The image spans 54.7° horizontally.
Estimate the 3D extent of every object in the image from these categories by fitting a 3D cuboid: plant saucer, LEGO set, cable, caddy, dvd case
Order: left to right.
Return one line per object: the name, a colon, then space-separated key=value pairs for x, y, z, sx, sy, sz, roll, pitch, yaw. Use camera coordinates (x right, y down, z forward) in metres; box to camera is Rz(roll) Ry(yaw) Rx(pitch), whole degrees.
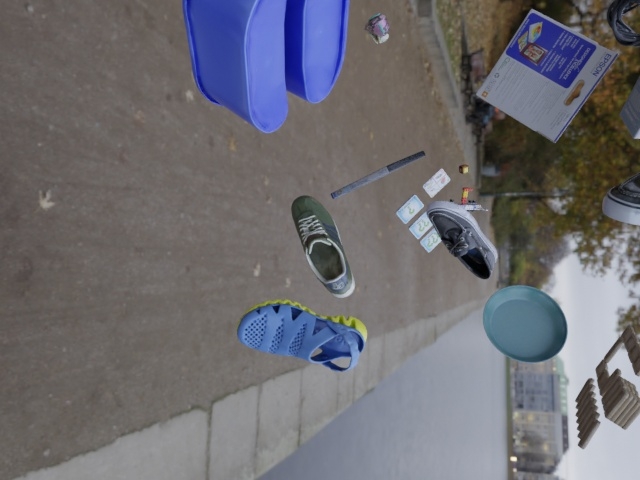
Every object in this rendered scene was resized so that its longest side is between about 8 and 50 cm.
caddy: x=-0.093 y=-0.346 z=0.994 sx=0.241 sy=0.179 sz=0.341 roll=-39 pitch=154 yaw=-27
dvd case: x=0.169 y=-0.194 z=1.838 sx=0.180 sy=0.253 sz=0.022 roll=-27 pitch=93 yaw=-41
LEGO set: x=0.357 y=-0.098 z=1.767 sx=0.182 sy=0.244 sz=0.060 roll=47 pitch=-1 yaw=-27
plant saucer: x=0.291 y=0.122 z=0.888 sx=0.021 sy=0.119 sz=0.119 roll=89 pitch=9 yaw=-60
cable: x=0.583 y=-0.388 z=1.052 sx=0.184 sy=0.150 sz=0.047 roll=148 pitch=-41 yaw=-66

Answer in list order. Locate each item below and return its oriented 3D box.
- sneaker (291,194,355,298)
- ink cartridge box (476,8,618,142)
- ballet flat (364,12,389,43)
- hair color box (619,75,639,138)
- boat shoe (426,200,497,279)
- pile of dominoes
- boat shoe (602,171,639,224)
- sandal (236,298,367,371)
sneaker: x=0.000 y=0.000 z=1.013 sx=0.192 sy=0.064 sz=0.086 roll=65 pitch=5 yaw=17
ink cartridge box: x=0.691 y=-0.504 z=1.911 sx=0.072 sy=0.307 sz=0.304 roll=-3 pitch=129 yaw=-60
ballet flat: x=0.176 y=-0.636 z=1.868 sx=0.079 sy=0.076 sz=0.221 roll=63 pitch=10 yaw=-14
hair color box: x=0.955 y=-0.439 z=1.597 sx=0.374 sy=0.185 sz=0.114 roll=96 pitch=-8 yaw=-49
boat shoe: x=0.297 y=0.007 z=1.301 sx=0.228 sy=0.080 sz=0.076 roll=43 pitch=47 yaw=-34
pile of dominoes: x=0.552 y=0.279 z=1.162 sx=0.196 sy=0.040 sz=0.251 roll=-61 pitch=166 yaw=18
boat shoe: x=0.667 y=-0.120 z=1.180 sx=0.335 sy=0.121 sz=0.119 roll=-17 pitch=126 yaw=-28
sandal: x=-0.033 y=0.222 z=1.408 sx=0.138 sy=0.317 sz=0.126 roll=-110 pitch=-150 yaw=-65
